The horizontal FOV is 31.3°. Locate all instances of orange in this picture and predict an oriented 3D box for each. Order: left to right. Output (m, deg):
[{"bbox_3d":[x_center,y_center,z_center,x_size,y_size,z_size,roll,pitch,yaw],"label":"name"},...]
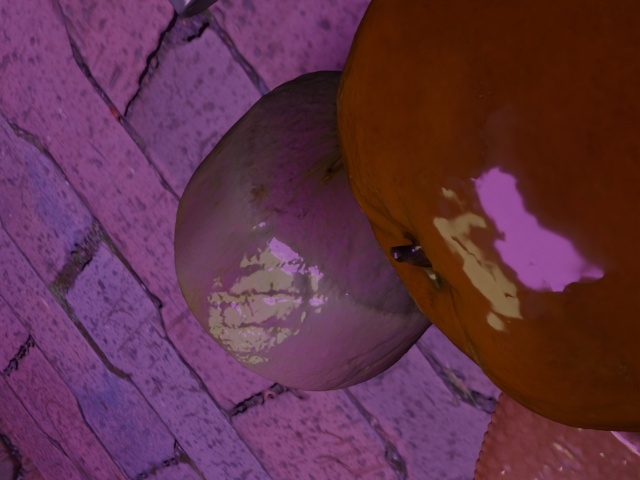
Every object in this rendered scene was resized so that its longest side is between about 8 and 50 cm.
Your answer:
[{"bbox_3d":[0.141,-0.042,0.572,0.279,0.235,0.279,58,175,8],"label":"orange"}]

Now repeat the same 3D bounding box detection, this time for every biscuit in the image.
[{"bbox_3d":[0.200,0.202,0.930,0.160,0.030,0.250,38,145,27],"label":"biscuit"}]

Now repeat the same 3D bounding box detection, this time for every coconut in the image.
[{"bbox_3d":[0.000,0.000,0.843,0.236,0.204,0.236,17,132,20],"label":"coconut"}]

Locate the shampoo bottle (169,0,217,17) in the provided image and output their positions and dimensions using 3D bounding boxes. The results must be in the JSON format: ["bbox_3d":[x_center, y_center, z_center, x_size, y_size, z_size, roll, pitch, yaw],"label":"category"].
[{"bbox_3d":[-0.146,-0.274,0.922,0.195,0.056,0.056,56,149,1],"label":"shampoo bottle"}]
